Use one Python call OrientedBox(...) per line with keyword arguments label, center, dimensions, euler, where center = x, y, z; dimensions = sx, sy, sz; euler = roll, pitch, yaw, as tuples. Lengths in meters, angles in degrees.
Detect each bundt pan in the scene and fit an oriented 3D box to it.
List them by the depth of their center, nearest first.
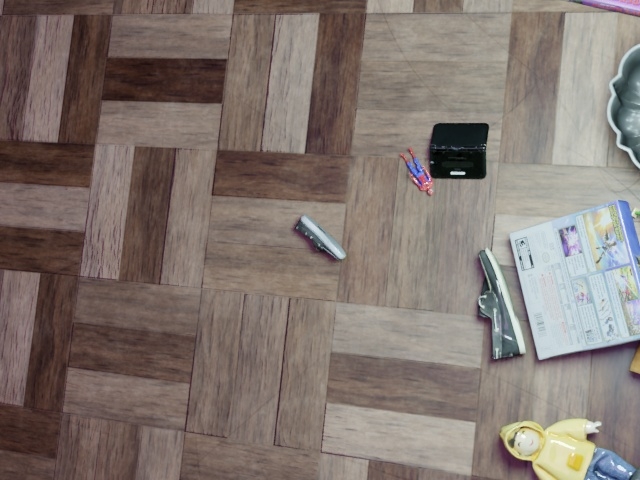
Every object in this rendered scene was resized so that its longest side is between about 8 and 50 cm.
OrientedBox(label="bundt pan", center=(0.735, -0.260, 1.799), dimensions=(0.330, 0.124, 0.331), euler=(-2, 84, 18))

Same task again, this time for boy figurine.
OrientedBox(label="boy figurine", center=(0.495, 0.429, 1.813), dimensions=(0.285, 0.092, 0.177), euler=(27, 95, 16))

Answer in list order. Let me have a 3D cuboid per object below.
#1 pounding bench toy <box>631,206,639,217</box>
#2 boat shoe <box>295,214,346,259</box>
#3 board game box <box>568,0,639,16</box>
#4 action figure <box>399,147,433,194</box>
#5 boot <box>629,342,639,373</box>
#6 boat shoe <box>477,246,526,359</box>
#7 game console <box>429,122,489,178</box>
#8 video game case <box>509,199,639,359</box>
OrientedBox(label="pounding bench toy", center=(0.662, -0.047, 1.827), dimensions=(0.083, 0.065, 0.052), euler=(18, 89, 19))
OrientedBox(label="boat shoe", center=(0.000, 0.000, 2.049), dimensions=(0.142, 0.049, 0.040), euler=(45, 104, 24))
OrientedBox(label="board game box", center=(0.560, -0.611, 1.940), dimensions=(0.346, 0.056, 0.208), euler=(20, 86, 19))
OrientedBox(label="action figure", center=(0.216, -0.148, 2.006), dimensions=(0.038, 0.030, 0.115), euler=(-32, 77, 7))
OrientedBox(label="boot", center=(0.715, 0.143, 1.701), dimensions=(0.264, 0.096, 0.280), euler=(8, 75, 54))
OrientedBox(label="boat shoe", center=(0.360, 0.130, 1.895), dimensions=(0.079, 0.084, 0.233), euler=(-16, 82, 15))
OrientedBox(label="game console", center=(0.304, -0.195, 1.990), dimensions=(0.122, 0.071, 0.107), euler=(2, 114, 19))
OrientedBox(label="video game case", center=(0.522, 0.082, 1.816), dimensions=(0.244, 0.061, 0.270), euler=(-19, 77, 40))
